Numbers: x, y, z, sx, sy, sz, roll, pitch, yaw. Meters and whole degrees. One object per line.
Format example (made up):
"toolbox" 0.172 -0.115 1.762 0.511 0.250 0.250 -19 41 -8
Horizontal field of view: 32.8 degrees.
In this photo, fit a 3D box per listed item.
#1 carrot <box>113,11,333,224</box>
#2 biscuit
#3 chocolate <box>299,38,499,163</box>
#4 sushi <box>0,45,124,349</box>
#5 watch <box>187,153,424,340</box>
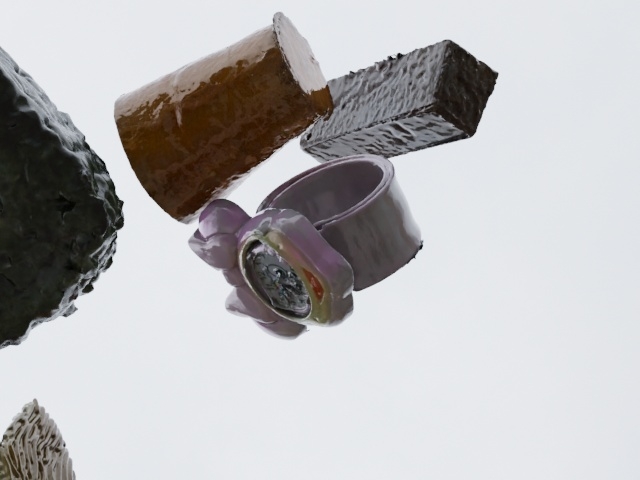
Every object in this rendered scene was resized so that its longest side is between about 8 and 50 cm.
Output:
"carrot" -0.113 -0.160 1.384 0.254 0.196 0.196 -28 -60 18
"biscuit" -0.390 0.289 1.458 0.031 0.228 0.176 -34 -44 11
"chocolate" 0.092 -0.175 1.500 0.112 0.321 0.112 27 -110 -32
"sushi" -0.385 -0.047 1.108 0.294 0.178 0.352 -39 -87 -1
"watch" 0.000 0.000 1.380 0.217 0.248 0.211 -42 -62 -33
